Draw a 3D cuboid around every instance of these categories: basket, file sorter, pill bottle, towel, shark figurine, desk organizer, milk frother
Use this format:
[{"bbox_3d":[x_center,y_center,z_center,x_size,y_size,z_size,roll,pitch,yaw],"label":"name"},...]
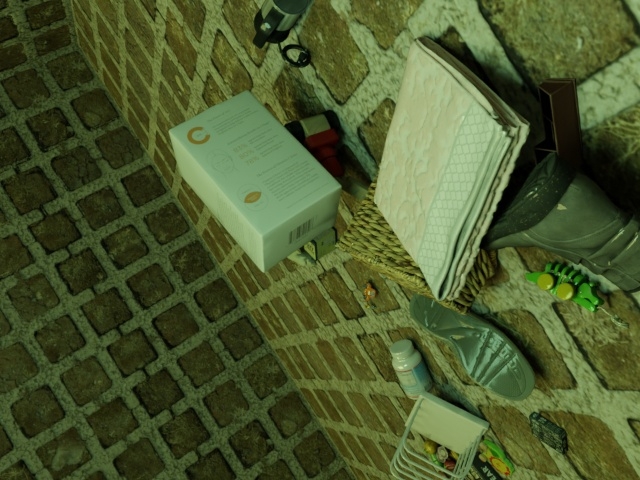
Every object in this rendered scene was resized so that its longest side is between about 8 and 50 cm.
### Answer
[{"bbox_3d":[0.223,-0.006,1.195,0.214,0.222,0.299,32,175,-35],"label":"basket"},{"bbox_3d":[0.316,0.576,1.597,0.193,0.173,0.277,24,148,14],"label":"file sorter"},{"bbox_3d":[0.255,0.363,1.633,0.087,0.087,0.160,12,131,61],"label":"pill bottle"},{"bbox_3d":[0.184,-0.118,0.947,0.316,0.054,0.331,-114,28,-47],"label":"towel"},{"bbox_3d":[-0.097,-0.025,1.860,0.167,0.116,0.278,13,152,13],"label":"shark figurine"},{"bbox_3d":[0.330,-0.157,0.813,0.047,0.050,0.130,25,142,54],"label":"desk organizer"},{"bbox_3d":[-0.062,-0.453,1.219,0.143,0.129,0.135,18,167,-18],"label":"milk frother"}]

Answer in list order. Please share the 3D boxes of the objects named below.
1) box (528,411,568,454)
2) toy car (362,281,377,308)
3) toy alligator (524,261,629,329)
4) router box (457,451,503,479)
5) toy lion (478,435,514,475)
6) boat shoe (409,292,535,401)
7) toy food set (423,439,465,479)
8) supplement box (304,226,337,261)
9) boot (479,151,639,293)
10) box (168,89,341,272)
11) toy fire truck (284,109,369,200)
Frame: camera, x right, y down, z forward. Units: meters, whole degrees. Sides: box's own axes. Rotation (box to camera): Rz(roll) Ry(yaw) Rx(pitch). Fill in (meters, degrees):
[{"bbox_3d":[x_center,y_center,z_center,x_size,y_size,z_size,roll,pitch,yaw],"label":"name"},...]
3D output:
[{"bbox_3d":[0.504,0.426,1.277,0.083,0.018,0.067,26,142,53],"label":"box"},{"bbox_3d":[0.149,0.161,1.683,0.041,0.060,0.122,4,160,11],"label":"toy car"},{"bbox_3d":[0.423,0.078,0.941,0.190,0.056,0.051,32,107,47],"label":"toy alligator"},{"bbox_3d":[0.484,0.708,1.666,0.179,0.046,0.133,49,157,19],"label":"router box"},{"bbox_3d":[0.474,0.585,1.547,0.096,0.034,0.100,29,145,39],"label":"toy lion"},{"bbox_3d":[0.335,0.218,1.260,0.320,0.103,0.118,38,107,34],"label":"boat shoe"},{"bbox_3d":[0.397,0.713,1.826,0.217,0.071,0.128,53,158,10],"label":"toy food set"},{"bbox_3d":[0.000,0.000,1.690,0.056,0.083,0.083,44,154,33],"label":"supplement box"},{"bbox_3d":[0.368,0.006,0.861,0.223,0.118,0.338,33,176,6],"label":"boot"},{"bbox_3d":[-0.148,-0.138,1.302,0.345,0.215,0.168,48,157,21],"label":"box"},{"bbox_3d":[0.020,-0.160,1.384,0.246,0.159,0.217,65,159,11],"label":"toy fire truck"}]
